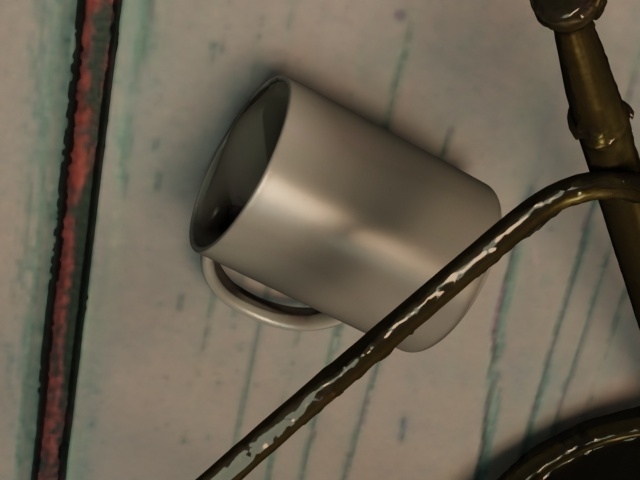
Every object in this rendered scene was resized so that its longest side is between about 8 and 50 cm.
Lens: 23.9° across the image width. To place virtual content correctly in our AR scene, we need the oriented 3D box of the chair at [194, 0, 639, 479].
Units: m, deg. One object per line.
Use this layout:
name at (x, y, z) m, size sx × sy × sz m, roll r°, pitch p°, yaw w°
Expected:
chair at (0.132, 0.189, 0.683) m, size 0.362 × 0.364 × 0.410 m, roll -42°, pitch 154°, yaw 4°

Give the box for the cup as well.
cup at (0.004, -0.010, 0.779) m, size 0.133 × 0.136 × 0.099 m, roll 25°, pitch 73°, yaw -19°
